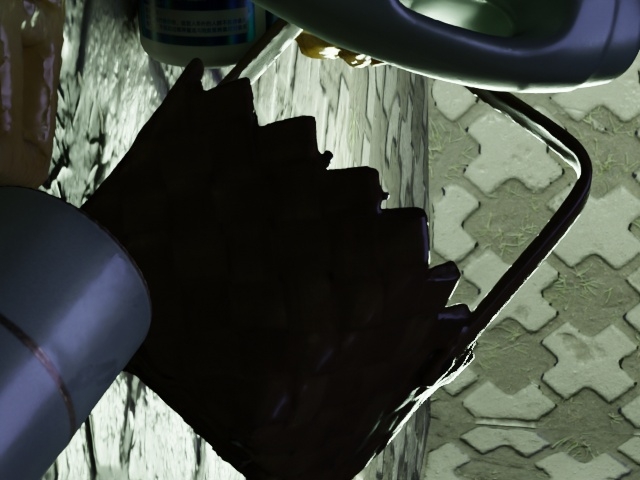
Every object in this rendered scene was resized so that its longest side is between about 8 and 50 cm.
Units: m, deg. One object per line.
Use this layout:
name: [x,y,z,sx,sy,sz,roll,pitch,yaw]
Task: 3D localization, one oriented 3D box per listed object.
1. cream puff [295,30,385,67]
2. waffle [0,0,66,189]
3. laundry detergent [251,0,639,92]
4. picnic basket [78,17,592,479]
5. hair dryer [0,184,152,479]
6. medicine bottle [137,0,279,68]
cream puff: [0.045,-0.334,1.522,0.327,0.231,0.343,-29,122,-75]
waffle: [-0.182,-0.111,0.762,0.274,0.057,0.168,8,86,-81]
laundry detergent: [0.021,-0.221,1.060,0.125,0.398,0.264,-38,-120,51]
picnic basket: [0.000,0.000,1.103,0.321,0.254,0.291,-50,161,-12]
hair dryer: [-0.173,0.151,0.800,0.173,0.107,0.357,-54,162,-40]
medicine bottle: [-0.082,-0.227,1.165,0.107,0.107,0.191,-66,157,-65]
